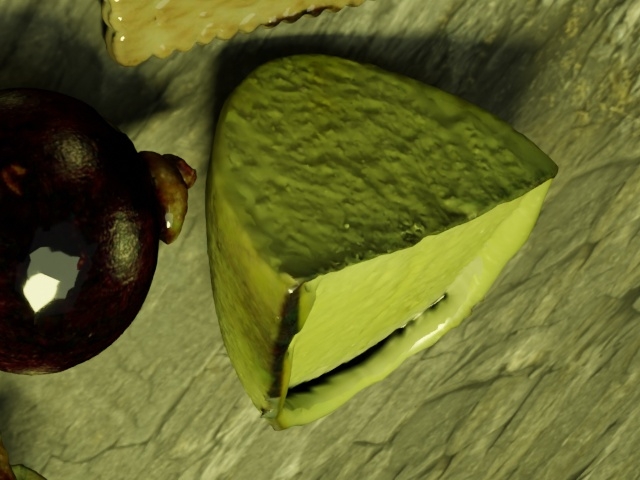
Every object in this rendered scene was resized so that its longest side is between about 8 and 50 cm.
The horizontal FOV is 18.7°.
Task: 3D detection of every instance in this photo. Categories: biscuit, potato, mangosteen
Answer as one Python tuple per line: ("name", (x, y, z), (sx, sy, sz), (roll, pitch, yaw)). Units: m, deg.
("biscuit", (-0.026, -0.262, 1.551), (0.324, 0.044, 0.217), (-18, 134, -19))
("potato", (0.000, 0.000, 1.704), (0.330, 0.213, 0.280), (-23, 152, -36))
("mangosteen", (-0.207, -0.016, 1.523), (0.265, 0.228, 0.228), (-20, 136, -38))

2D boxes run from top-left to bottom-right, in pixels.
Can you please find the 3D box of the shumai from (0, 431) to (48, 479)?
("shumai", (-0.367, 0.277, 1.607), (0.330, 0.288, 0.292), (9, 121, -39))
